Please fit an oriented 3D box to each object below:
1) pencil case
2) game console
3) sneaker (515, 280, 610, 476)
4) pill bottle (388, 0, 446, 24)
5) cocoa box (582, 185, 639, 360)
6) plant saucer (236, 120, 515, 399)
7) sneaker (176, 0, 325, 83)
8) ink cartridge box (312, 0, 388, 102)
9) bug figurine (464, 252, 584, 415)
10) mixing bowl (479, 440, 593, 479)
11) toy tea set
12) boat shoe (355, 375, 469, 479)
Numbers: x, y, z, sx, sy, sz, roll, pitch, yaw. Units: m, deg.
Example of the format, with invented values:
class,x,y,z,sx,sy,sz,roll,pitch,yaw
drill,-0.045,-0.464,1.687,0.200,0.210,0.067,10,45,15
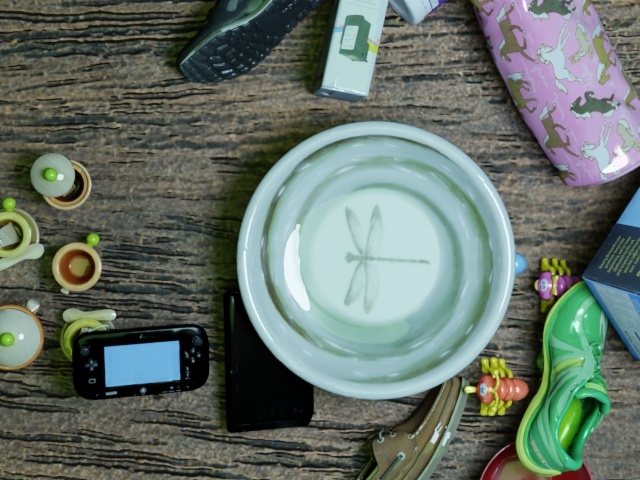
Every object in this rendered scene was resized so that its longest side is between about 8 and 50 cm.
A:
class,x,y,z,sx,sy,sz,roll,pitch,yaw
pencil case,0.352,-0.271,1.796,0.386,0.160,0.167,58,44,-19
game console,-0.185,0.188,1.820,0.361,0.044,0.213,-4,98,-15
sneaker,0.381,0.205,1.784,0.109,0.123,0.296,25,75,-32
pill bottle,0.185,-0.425,1.846,0.193,0.108,0.108,-39,94,-3
cocoa box,0.585,0.009,1.757,0.347,0.228,0.231,-54,131,-16
plant saucer,0.081,0.027,1.788,0.400,0.100,0.401,0,93,4
sneaker,-0.108,-0.354,1.841,0.283,0.107,0.124,-36,58,9
ink cartridge box,0.046,-0.300,1.825,0.072,0.127,0.175,12,91,-8
bug figurine,0.314,0.128,1.856,0.216,0.072,0.279,-2,91,-26
mixing bowl,0.319,0.384,1.876,0.181,0.098,0.182,0,90,-5
toy tea set,-0.408,0.042,1.790,0.200,0.124,0.336,-6,92,-5
boat shoe,0.118,0.326,1.850,0.104,0.111,0.307,29,83,1
